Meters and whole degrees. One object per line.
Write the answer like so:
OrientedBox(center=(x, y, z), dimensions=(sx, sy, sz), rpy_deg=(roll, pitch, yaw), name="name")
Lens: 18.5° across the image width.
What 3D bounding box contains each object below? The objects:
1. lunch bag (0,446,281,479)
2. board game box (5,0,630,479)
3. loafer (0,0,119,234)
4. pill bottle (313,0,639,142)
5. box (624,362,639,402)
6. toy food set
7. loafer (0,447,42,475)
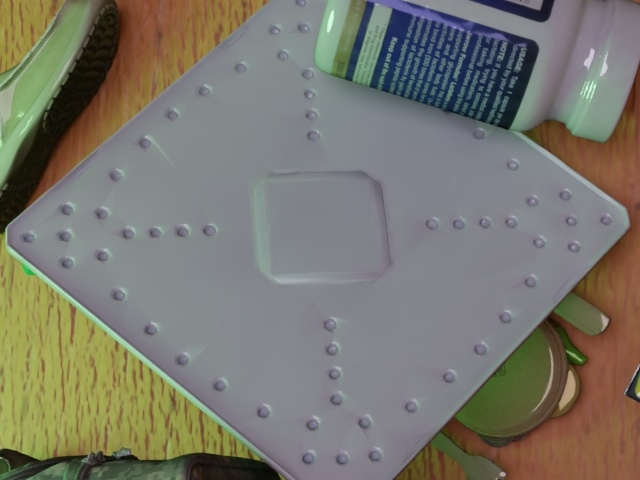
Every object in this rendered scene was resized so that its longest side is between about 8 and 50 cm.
OrientedBox(center=(-0.177, 0.276, 1.565), dimensions=(0.256, 0.305, 0.213), rpy_deg=(-6, 81, 15), name="lunch bag")
OrientedBox(center=(0.000, 0.000, 1.689), dimensions=(0.390, 0.050, 0.390), rpy_deg=(37, 63, 18), name="board game box")
OrientedBox(center=(-0.287, -0.129, 1.865), dimensions=(0.092, 0.102, 0.268), rpy_deg=(33, 95, 11), name="loafer")
OrientedBox(center=(0.138, -0.181, 1.694), dimensions=(0.264, 0.153, 0.153), rpy_deg=(18, 90, 0), name="pill bottle")
OrientedBox(center=(0.359, 0.163, 1.637), dimensions=(0.207, 0.114, 0.036), rpy_deg=(28, 93, 17), name="box")
OrientedBox(center=(0.166, 0.117, 1.745), dimensions=(0.132, 0.038, 0.192), rpy_deg=(38, 101, 24), name="toy food set")
OrientedBox(center=(-0.352, 0.345, 1.835), dimensions=(0.130, 0.134, 0.366), rpy_deg=(40, 86, 21), name="loafer")
